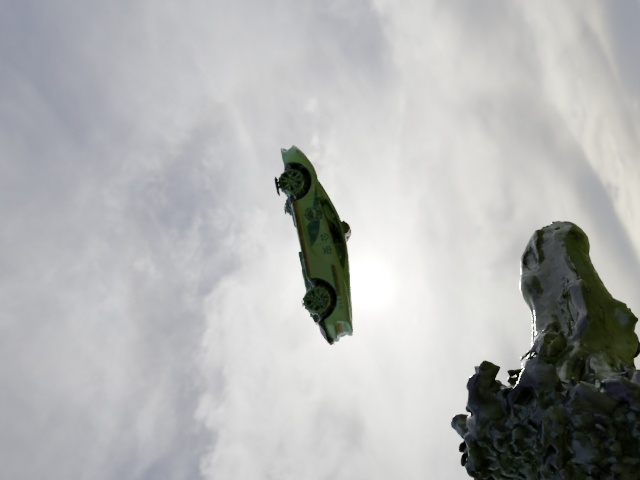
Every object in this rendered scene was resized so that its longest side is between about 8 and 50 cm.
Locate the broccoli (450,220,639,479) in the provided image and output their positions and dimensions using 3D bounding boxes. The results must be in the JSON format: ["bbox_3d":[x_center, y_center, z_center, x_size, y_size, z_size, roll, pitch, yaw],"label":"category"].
[{"bbox_3d":[0.193,0.076,0.464,0.145,0.165,0.304,66,-154,-24],"label":"broccoli"}]

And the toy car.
[{"bbox_3d":[0.000,0.000,0.537,0.093,0.058,0.186,73,-176,-77],"label":"toy car"}]
